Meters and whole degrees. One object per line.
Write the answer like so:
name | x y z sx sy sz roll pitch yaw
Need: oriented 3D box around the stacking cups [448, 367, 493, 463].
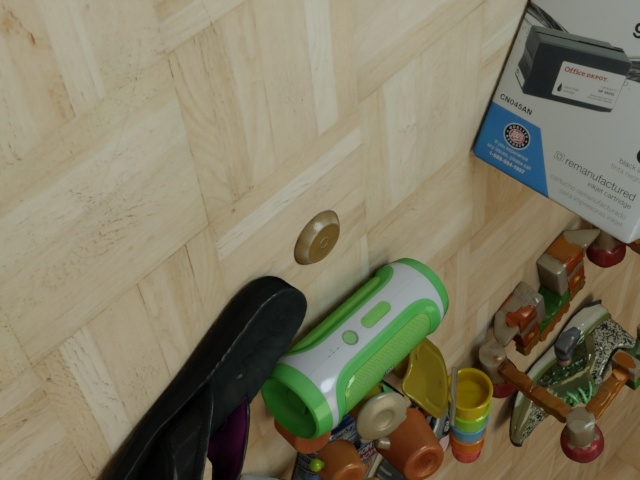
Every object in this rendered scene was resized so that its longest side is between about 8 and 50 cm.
stacking cups | 0.302 0.382 2.147 0.096 0.096 0.316 -42 150 -23

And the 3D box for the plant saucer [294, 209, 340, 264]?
plant saucer | 0.000 0.000 1.361 0.083 0.015 0.083 -38 147 -29

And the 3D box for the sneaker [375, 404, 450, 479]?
sneaker | 0.196 0.411 2.023 0.132 0.086 0.229 -3 122 -58

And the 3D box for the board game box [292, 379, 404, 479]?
board game box | 0.042 0.357 1.755 0.194 0.060 0.194 -26 140 -42

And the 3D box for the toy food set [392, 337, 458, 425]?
toy food set | 0.169 0.246 1.802 0.218 0.071 0.128 44 44 -52

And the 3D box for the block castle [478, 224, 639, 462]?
block castle | 0.548 0.186 2.093 0.453 0.303 0.213 -48 152 -11

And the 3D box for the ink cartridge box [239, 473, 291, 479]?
ink cartridge box | -0.093 0.483 1.610 0.160 0.092 0.219 19 104 -42

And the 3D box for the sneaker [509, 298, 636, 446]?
sneaker | 0.603 0.338 2.459 0.410 0.182 0.158 -52 152 -6

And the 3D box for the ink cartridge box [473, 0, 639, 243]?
ink cartridge box | 0.428 -0.243 1.472 0.166 0.285 0.395 -18 134 -47

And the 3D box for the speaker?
speaker | 0.053 0.149 1.473 0.296 0.131 0.131 -39 148 -33

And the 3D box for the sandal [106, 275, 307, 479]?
sandal | -0.146 0.252 1.307 0.446 0.107 0.167 -57 152 4

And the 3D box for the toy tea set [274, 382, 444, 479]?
toy tea set | 0.054 0.297 1.604 0.200 0.124 0.336 -39 131 -3

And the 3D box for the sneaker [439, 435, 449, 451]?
sneaker | 0.218 0.426 2.104 0.134 0.051 0.070 -46 145 -26
